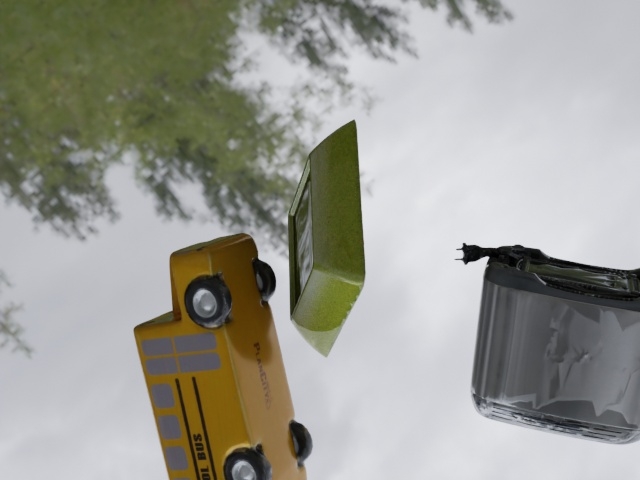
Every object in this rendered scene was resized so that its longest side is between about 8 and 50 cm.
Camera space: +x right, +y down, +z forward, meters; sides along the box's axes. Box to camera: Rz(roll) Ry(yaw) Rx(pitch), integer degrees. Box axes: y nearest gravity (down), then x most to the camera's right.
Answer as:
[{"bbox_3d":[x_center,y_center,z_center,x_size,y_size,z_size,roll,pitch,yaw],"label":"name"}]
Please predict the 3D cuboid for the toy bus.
[{"bbox_3d":[-0.101,0.167,1.292,0.130,0.332,0.108,-10,-174,28],"label":"toy bus"}]

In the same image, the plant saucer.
[{"bbox_3d":[0.000,0.000,1.277,0.045,0.188,0.188,3,-119,-11],"label":"plant saucer"}]

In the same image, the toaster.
[{"bbox_3d":[0.224,0.093,1.136,0.227,0.146,0.129,10,-167,9],"label":"toaster"}]
